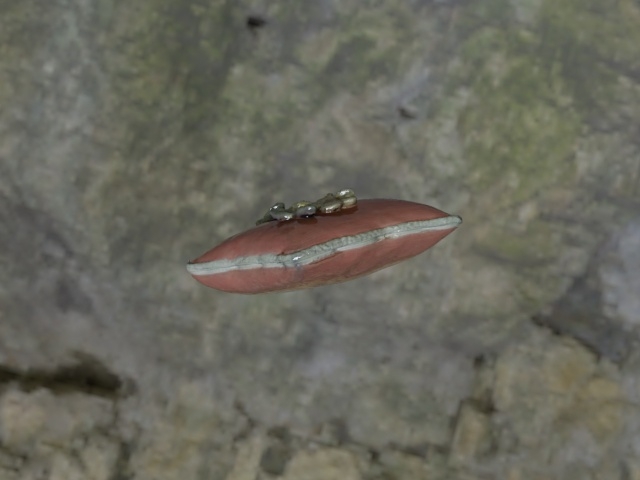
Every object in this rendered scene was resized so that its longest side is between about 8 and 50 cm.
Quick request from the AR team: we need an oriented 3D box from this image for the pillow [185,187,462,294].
[{"bbox_3d":[0.000,0.000,1.177,0.171,0.075,0.179,-12,-179,-33],"label":"pillow"}]
